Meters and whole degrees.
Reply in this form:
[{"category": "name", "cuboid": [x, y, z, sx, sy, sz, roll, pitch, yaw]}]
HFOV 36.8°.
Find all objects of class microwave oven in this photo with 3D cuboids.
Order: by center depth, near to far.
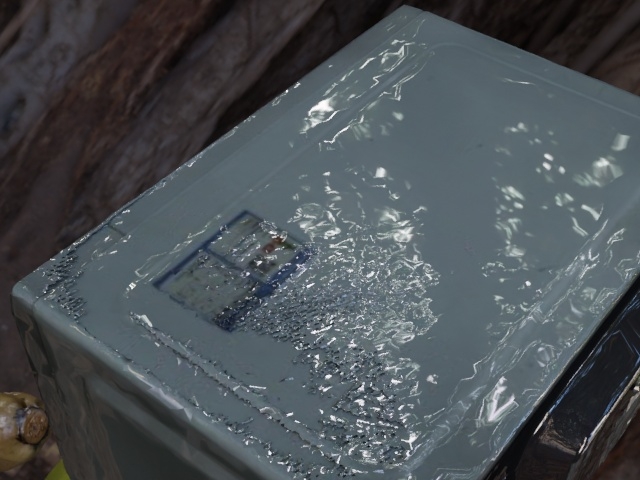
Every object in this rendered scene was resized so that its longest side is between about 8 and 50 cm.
[{"category": "microwave oven", "cuboid": [0.038, 0.046, 0.494, 0.237, 0.295, 0.181, 30, -39, 25]}]

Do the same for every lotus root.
[{"category": "lotus root", "cuboid": [-0.469, 0.271, 1.358, 0.125, 0.221, 0.118, 33, 51, -43]}]

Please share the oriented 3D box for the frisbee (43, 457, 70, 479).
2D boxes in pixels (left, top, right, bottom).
[{"category": "frisbee", "cuboid": [-0.327, 0.340, 1.301, 0.017, 0.236, 0.236, 49, 7, -24]}]
